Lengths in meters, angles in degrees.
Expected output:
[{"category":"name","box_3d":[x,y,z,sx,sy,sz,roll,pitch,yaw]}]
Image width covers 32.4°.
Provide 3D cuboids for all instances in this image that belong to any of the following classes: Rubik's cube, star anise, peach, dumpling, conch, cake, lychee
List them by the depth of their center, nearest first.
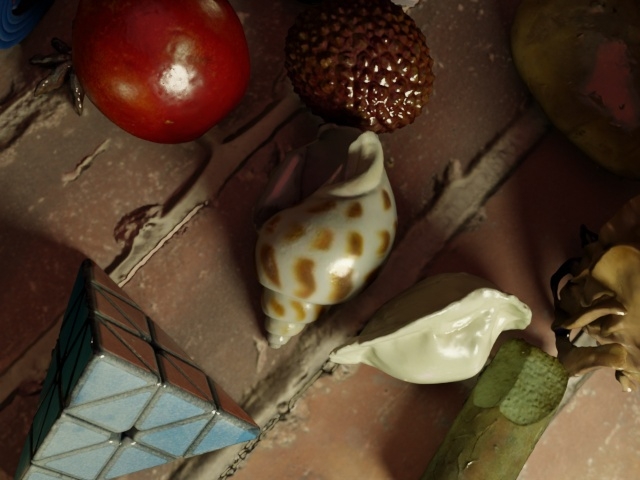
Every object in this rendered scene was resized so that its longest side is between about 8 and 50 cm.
[{"category":"Rubik's cube","box_3d":[-0.238,0.166,1.270,0.229,0.228,0.233,-35,120,-51]},{"category":"dumpling","box_3d":[0.135,0.100,1.304,0.252,0.179,0.132,-6,77,-8]},{"category":"cake","box_3d":[0.427,0.039,1.312,0.321,0.332,0.333,-2,70,26]},{"category":"conch","box_3d":[0.000,0.001,1.345,0.275,0.182,0.149,-48,123,-5]},{"category":"peach","box_3d":[-0.195,-0.241,1.356,0.199,0.243,0.244,-11,71,23]},{"category":"lychee","box_3d":[0.053,-0.214,1.396,0.188,0.188,0.188,1,72,-5]},{"category":"star anise","box_3d":[-0.313,-0.229,1.442,0.141,0.042,0.141,1,74,-5]}]

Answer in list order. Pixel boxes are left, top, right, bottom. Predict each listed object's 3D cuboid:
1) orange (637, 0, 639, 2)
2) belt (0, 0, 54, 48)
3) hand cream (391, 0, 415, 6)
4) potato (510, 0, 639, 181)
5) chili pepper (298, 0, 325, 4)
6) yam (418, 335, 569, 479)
[{"category":"orange","box_3d":[0.452,-0.477,1.532,0.262,0.196,0.334,-36,71,-28]},{"category":"belt","box_3d":[-0.376,-0.412,1.406,0.117,0.212,0.347,24,76,4]},{"category":"hand cream","box_3d":[0.099,-0.400,1.535,0.084,0.053,0.142,8,87,-2]},{"category":"potato","box_3d":[0.373,-0.216,1.449,0.191,0.141,0.296,-25,79,-9]},{"category":"chili pepper","box_3d":[-0.002,-0.429,1.507,0.148,0.116,0.265,5,72,-16]},{"category":"yam","box_3d":[0.208,0.228,1.315,0.106,0.106,0.259,32,74,5]}]
